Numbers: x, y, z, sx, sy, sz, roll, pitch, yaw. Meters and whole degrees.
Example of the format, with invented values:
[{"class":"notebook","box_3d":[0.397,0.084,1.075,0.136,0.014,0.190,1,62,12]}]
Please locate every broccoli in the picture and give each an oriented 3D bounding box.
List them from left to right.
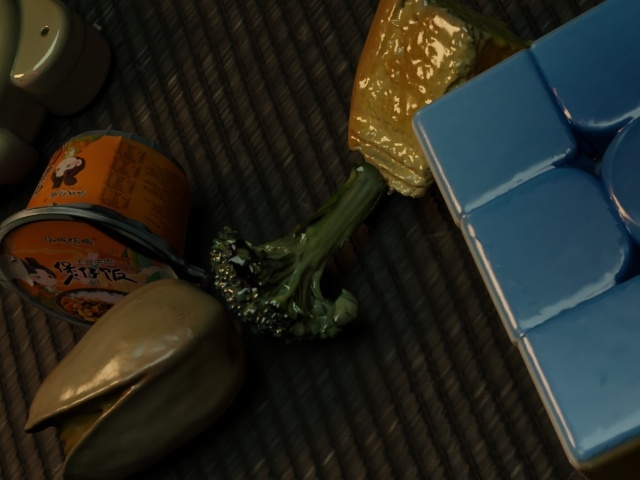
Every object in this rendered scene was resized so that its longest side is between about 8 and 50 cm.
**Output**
[{"class":"broccoli","box_3d":[-0.002,-0.002,1.345,0.204,0.118,0.122,-45,24,-18]}]

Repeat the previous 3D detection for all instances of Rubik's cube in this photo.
[{"class":"Rubik's cube","box_3d":[0.279,0.009,1.075,0.292,0.291,0.290,-29,57,11]}]

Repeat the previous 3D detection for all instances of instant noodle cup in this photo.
[{"class":"instant noodle cup","box_3d":[-0.188,-0.018,1.400,0.208,0.177,0.125,13,56,-1]}]

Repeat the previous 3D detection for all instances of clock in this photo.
[{"class":"clock","box_3d":[-0.390,-0.144,1.586,0.284,0.114,0.309,34,87,32]}]

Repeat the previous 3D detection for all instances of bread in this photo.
[{"class":"bread","box_3d":[0.117,-0.129,1.339,0.140,0.160,0.169,41,123,37]}]

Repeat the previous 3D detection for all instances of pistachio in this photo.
[{"class":"pistachio","box_3d":[-0.154,0.121,1.329,0.206,0.131,0.129,-40,81,7]}]
